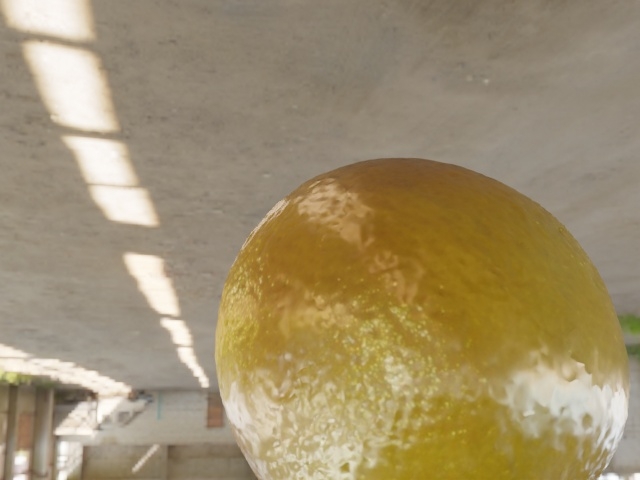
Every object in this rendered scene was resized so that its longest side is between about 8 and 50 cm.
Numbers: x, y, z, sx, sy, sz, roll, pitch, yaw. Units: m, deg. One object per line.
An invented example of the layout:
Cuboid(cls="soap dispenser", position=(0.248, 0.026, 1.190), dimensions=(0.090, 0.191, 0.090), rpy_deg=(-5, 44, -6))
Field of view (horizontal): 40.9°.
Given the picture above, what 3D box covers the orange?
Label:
Cuboid(cls="orange", position=(0.052, 0.066, 0.481), dimensions=(0.236, 0.236, 0.236), rpy_deg=(0, 168, 0))
